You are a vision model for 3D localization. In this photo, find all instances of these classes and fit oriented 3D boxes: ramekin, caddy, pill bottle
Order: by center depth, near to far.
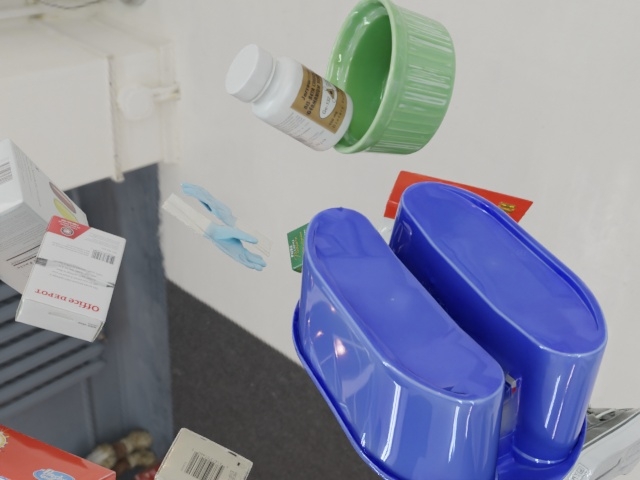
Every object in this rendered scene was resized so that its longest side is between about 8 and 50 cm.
[{"bbox_3d":[0.113,0.096,0.697,0.341,0.241,0.179,52,152,44],"label":"caddy"},{"bbox_3d":[-0.060,-0.274,1.335,0.131,0.229,0.131,-30,48,40],"label":"pill bottle"},{"bbox_3d":[0.132,-0.309,1.370,0.303,0.148,0.303,-173,90,-67],"label":"ramekin"}]

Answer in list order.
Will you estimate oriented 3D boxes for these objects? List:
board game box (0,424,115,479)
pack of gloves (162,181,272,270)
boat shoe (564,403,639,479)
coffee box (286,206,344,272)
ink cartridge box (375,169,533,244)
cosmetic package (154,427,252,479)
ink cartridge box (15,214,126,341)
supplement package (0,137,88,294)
[{"bbox_3d":[-0.341,0.281,0.638,0.317,0.064,0.242,13,101,23],"label":"board game box"},{"bbox_3d":[-0.185,-0.042,1.383,0.232,0.195,0.046,37,109,-11],"label":"pack of gloves"},{"bbox_3d":[0.471,0.326,1.176,0.119,0.335,0.121,35,114,39],"label":"boat shoe"},{"bbox_3d":[0.000,0.000,1.793,0.184,0.040,0.113,-27,59,28],"label":"coffee box"},{"bbox_3d":[0.283,0.012,1.649,0.308,0.091,0.385,13,147,-2],"label":"ink cartridge box"},{"bbox_3d":[-0.254,0.506,1.433,0.160,0.113,0.309,26,144,1],"label":"cosmetic package"},{"bbox_3d":[-0.312,0.048,0.879,0.099,0.135,0.056,21,135,-20],"label":"ink cartridge box"},{"bbox_3d":[-0.489,-0.025,1.147,0.244,0.134,0.139,66,178,-61],"label":"supplement package"}]
